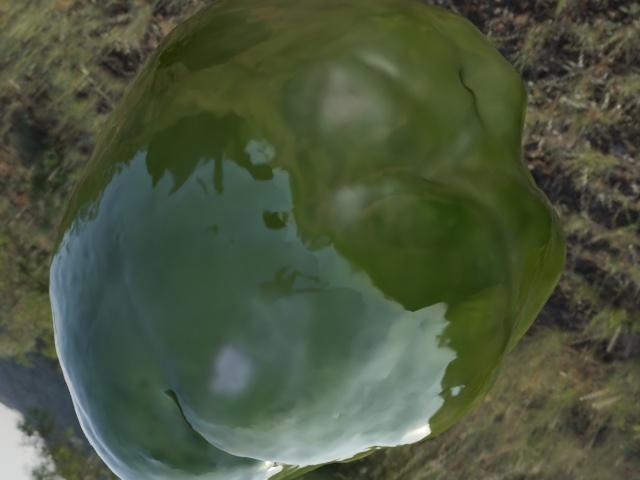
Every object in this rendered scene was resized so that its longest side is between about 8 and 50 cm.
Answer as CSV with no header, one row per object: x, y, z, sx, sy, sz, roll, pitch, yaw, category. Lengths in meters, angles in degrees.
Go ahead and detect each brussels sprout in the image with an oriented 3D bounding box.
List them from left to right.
-0.001,-0.003,0.466,0.242,0.316,0.274,38,153,12,brussels sprout
